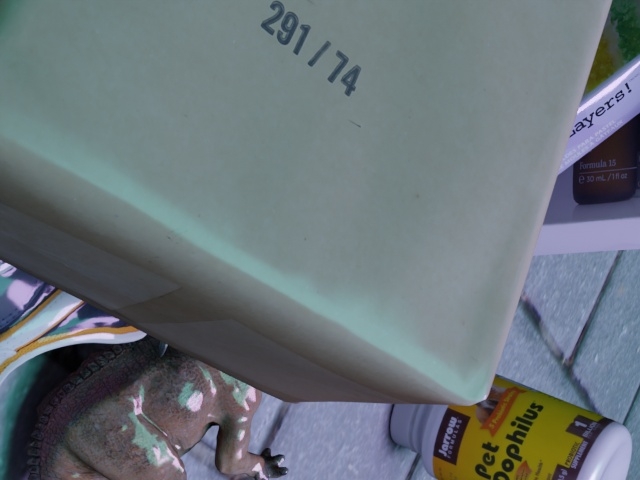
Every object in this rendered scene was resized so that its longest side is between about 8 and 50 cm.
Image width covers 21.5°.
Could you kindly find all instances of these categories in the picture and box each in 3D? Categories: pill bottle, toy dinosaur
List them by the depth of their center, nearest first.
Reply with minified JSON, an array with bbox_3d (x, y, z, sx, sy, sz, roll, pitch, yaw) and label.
[{"bbox_3d":[-0.116,0.098,1.110,0.295,0.127,0.200,-46,139,-16],"label":"toy dinosaur"},{"bbox_3d":[0.178,0.194,1.608,0.117,0.215,0.117,-42,142,-44],"label":"pill bottle"}]

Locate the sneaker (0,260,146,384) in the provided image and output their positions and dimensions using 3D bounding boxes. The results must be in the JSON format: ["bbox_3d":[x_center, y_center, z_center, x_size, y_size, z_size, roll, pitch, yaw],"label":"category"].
[{"bbox_3d":[-0.120,-0.029,1.002,0.321,0.126,0.127,-34,132,-33],"label":"sneaker"}]

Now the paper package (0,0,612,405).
[{"bbox_3d":[-0.036,-0.105,0.872,0.325,0.168,0.309,30,69,-28],"label":"paper package"}]

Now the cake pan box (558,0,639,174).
[{"bbox_3d":[0.120,-0.171,1.122,0.246,0.267,0.070,-35,148,4],"label":"cake pan box"}]

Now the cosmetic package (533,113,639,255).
[{"bbox_3d":[0.218,-0.141,1.195,0.097,0.377,0.284,18,73,-46],"label":"cosmetic package"}]
